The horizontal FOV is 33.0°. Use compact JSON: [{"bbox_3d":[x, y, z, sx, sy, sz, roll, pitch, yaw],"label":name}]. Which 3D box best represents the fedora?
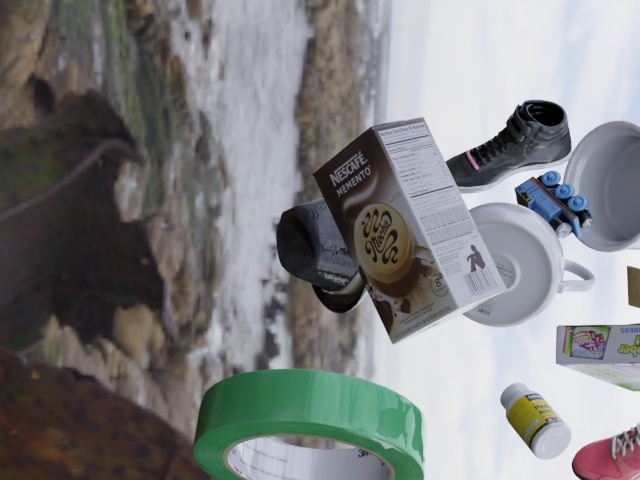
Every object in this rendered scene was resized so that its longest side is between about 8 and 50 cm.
[{"bbox_3d":[0.000,0.000,2.359,0.334,0.152,0.334,-29,-124,56],"label":"fedora"}]

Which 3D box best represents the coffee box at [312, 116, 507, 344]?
[{"bbox_3d":[0.131,-0.016,1.639,0.168,0.118,0.297,-37,-106,48],"label":"coffee box"}]

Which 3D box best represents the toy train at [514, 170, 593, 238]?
[{"bbox_3d":[0.497,-0.071,2.292,0.184,0.105,0.080,54,-5,45],"label":"toy train"}]

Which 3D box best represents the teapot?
[{"bbox_3d":[0.351,0.033,2.048,0.256,0.252,0.187,60,24,-7],"label":"teapot"}]

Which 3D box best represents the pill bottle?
[{"bbox_3d":[0.312,0.262,1.584,0.116,0.065,0.065,-127,-148,-53],"label":"pill bottle"}]

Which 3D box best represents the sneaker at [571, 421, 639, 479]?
[{"bbox_3d":[0.603,0.363,1.966,0.136,0.313,0.116,61,28,-30],"label":"sneaker"}]

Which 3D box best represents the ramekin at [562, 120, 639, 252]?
[{"bbox_3d":[0.658,-0.108,2.290,0.277,0.135,0.277,-14,-107,55],"label":"ramekin"}]

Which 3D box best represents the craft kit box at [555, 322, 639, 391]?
[{"bbox_3d":[0.461,0.148,1.357,0.249,0.246,0.061,22,71,-48],"label":"craft kit box"}]

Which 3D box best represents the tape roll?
[{"bbox_3d":[-0.013,0.280,1.491,0.321,0.321,0.077,88,8,-58],"label":"tape roll"}]

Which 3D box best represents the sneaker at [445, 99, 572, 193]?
[{"bbox_3d":[0.351,-0.190,2.096,0.147,0.295,0.105,80,-8,-51],"label":"sneaker"}]

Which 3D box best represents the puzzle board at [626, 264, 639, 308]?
[{"bbox_3d":[0.794,0.121,2.627,0.011,0.096,0.128,-45,136,-34],"label":"puzzle board"}]
